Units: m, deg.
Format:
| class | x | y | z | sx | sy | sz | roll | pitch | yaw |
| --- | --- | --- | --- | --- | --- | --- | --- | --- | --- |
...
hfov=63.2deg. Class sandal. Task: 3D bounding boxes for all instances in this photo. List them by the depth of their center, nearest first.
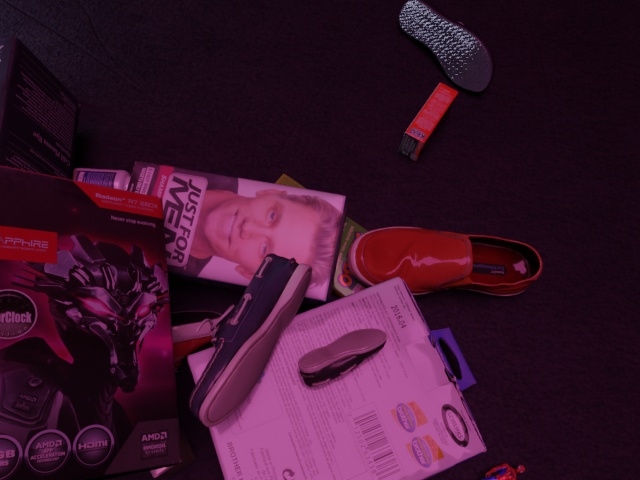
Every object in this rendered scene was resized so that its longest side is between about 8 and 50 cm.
| class | x | y | z | sx | sy | sz | roll | pitch | yaw |
| --- | --- | --- | --- | --- | --- | --- | --- | --- | --- |
| sandal | 0.272 | -0.415 | 1.080 | 0.055 | 0.097 | 0.254 | -24 | 69 | -41 |

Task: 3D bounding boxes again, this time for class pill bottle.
| class | x | y | z | sx | sy | sz | roll | pitch | yaw |
| --- | --- | --- | --- | --- | --- | --- | --- | --- | --- |
| pill bottle | -0.370 | -0.091 | 0.911 | 0.120 | 0.067 | 0.066 | 3 | 67 | -2 |

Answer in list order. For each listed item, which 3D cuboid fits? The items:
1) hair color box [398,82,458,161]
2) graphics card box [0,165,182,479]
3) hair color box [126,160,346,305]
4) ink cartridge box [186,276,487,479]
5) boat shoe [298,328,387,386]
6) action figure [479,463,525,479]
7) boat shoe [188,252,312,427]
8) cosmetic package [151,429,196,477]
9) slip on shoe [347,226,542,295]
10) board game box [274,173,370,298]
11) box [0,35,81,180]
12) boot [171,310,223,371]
| class | x | y | z | sx | sy | sz | roll | pitch | yaw |
| --- | --- | --- | --- | --- | --- | --- | --- | --- | --- |
| hair color box | 0.207 | -0.228 | 1.003 | 0.043 | 0.072 | 0.141 | 32 | 70 | 10 |
| graphics card box | -0.305 | 0.101 | 0.635 | 0.233 | 0.094 | 0.370 | 11 | 60 | -42 |
| hair color box | -0.142 | -0.009 | 0.845 | 0.348 | 0.105 | 0.173 | 10 | 77 | 5 |
| ink cartridge box | 0.045 | 0.233 | 0.757 | 0.396 | 0.151 | 0.269 | -20 | 69 | -9 |
| boat shoe | 0.032 | 0.156 | 0.691 | 0.125 | 0.038 | 0.046 | -22 | 27 | -17 |
| action figure | 0.258 | 0.367 | 0.783 | 0.115 | 0.030 | 0.038 | -21 | 65 | -14 |
| boat shoe | -0.097 | 0.114 | 0.671 | 0.079 | 0.095 | 0.254 | 21 | 56 | 15 |
| cosmetic package | -0.215 | 0.295 | 0.734 | 0.041 | 0.115 | 0.060 | -31 | 74 | -14 |
| slip on shoe | 0.209 | 0.031 | 0.860 | 0.332 | 0.101 | 0.122 | 6 | 71 | -9 |
| board game box | 0.000 | 0.000 | 0.915 | 0.260 | 0.039 | 0.124 | 34 | 70 | 13 |
| box | -0.590 | -0.111 | 0.811 | 0.344 | 0.179 | 0.312 | -9 | 69 | 6 |
| boot | -0.248 | 0.212 | 0.795 | 0.245 | 0.088 | 0.176 | -14 | 100 | -32 |
